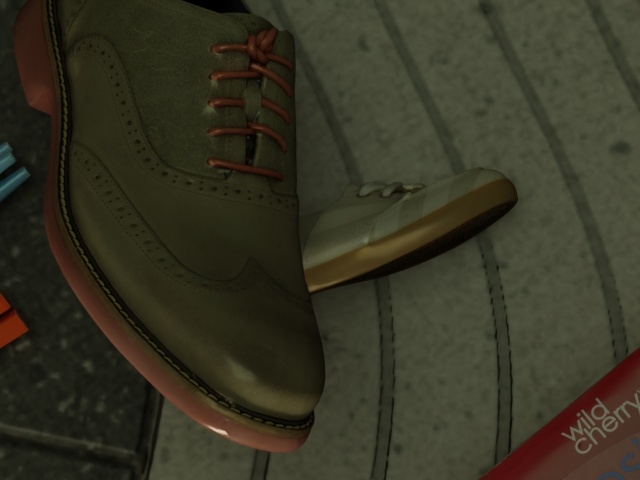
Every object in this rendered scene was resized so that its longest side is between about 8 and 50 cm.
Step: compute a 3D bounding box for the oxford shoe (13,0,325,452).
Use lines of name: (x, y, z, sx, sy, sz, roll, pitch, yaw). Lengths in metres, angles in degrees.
oxford shoe: (-0.065, -0.051, 1.005, 0.130, 0.123, 0.348, -48, 48, 27)

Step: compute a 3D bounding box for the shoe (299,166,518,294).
shoe: (0.000, 0.000, 1.082, 0.219, 0.076, 0.058, -22, 83, 7)

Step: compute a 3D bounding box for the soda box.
soda box: (0.115, 0.154, 1.031, 0.263, 0.092, 0.083, -40, 76, 1)

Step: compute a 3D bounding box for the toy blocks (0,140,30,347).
toy blocks: (-0.214, 0.023, 1.123, 0.148, 0.054, 0.123, -36, 77, 1)
